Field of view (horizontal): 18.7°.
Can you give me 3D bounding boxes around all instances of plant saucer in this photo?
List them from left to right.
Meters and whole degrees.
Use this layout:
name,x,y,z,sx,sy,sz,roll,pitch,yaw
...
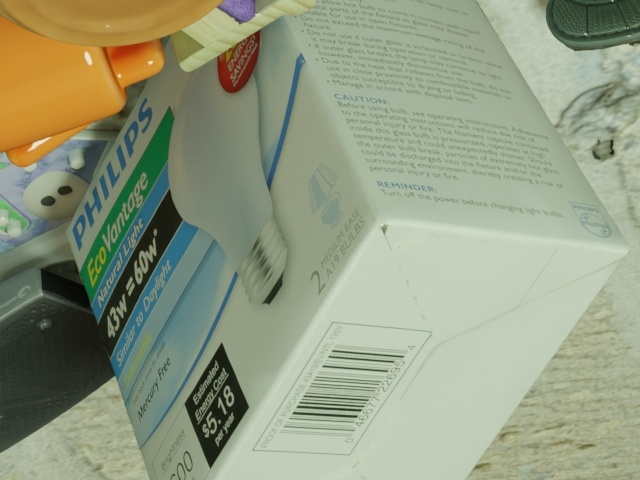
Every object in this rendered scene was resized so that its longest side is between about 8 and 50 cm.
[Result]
name,x,y,z,sx,sy,sz,roll,pitch,yaw
plant saucer,-0.131,-0.186,1.256,0.200,0.037,0.200,-9,149,-5

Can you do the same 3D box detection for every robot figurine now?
name,x,y,z,sx,sy,sz,roll,pitch,yaw
robot figurine,-0.232,-0.134,1.482,0.219,0.128,0.158,-18,172,2

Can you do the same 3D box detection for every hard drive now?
name,x,y,z,sx,sy,sz,roll,pitch,yaw
hard drive,-0.294,0.117,1.807,0.255,0.054,0.172,-35,143,26

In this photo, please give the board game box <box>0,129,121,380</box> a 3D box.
name,x,y,z,sx,sy,sz,roll,pitch,yaw
board game box,-0.236,0.039,1.815,0.390,0.050,0.390,1,144,-26

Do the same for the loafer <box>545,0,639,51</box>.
name,x,y,z,sx,sy,sz,roll,pitch,yaw
loafer,0.322,-0.225,1.637,0.267,0.096,0.084,-28,152,13

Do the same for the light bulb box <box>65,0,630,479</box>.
name,x,y,z,sx,sy,sz,roll,pitch,yaw
light bulb box,0.000,0.000,1.525,0.225,0.361,0.358,8,129,-32

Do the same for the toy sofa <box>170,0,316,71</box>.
name,x,y,z,sx,sy,sz,roll,pitch,yaw
toy sofa,-0.135,-0.276,1.293,0.177,0.150,0.362,-30,145,21
